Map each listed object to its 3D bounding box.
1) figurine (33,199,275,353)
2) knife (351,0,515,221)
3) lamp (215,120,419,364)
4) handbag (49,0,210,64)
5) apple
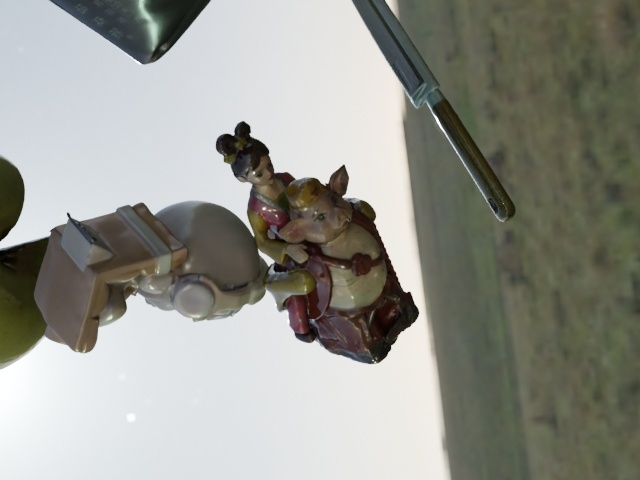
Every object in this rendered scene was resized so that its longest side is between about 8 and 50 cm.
[{"bbox_3d":[-0.150,0.033,1.475,0.162,0.237,0.141,37,126,43],"label":"figurine"},{"bbox_3d":[0.102,-0.161,1.598,0.343,0.027,0.061,59,160,11],"label":"knife"},{"bbox_3d":[0.000,0.000,1.323,0.118,0.118,0.253,-92,-17,-48],"label":"lamp"},{"bbox_3d":[-0.150,-0.306,1.088,0.302,0.275,0.178,36,-155,-26],"label":"handbag"},{"bbox_3d":[-0.458,0.027,1.863,0.292,0.254,0.292,38,-135,-53],"label":"apple"}]
